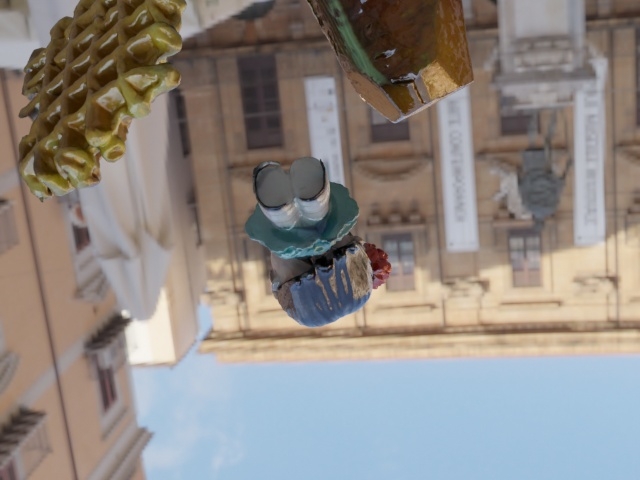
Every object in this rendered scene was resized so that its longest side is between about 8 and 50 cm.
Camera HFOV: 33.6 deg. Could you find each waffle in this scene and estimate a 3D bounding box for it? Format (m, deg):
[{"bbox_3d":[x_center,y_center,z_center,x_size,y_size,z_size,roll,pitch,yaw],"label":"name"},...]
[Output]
[{"bbox_3d":[-0.242,-0.172,1.115,0.065,0.283,0.309,33,169,-33],"label":"waffle"}]

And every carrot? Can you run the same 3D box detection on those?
[{"bbox_3d":[-0.008,-0.179,0.513,0.070,0.260,0.070,-32,-176,2],"label":"carrot"}]

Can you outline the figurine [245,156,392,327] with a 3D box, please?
[{"bbox_3d":[0.000,0.000,0.485,0.060,0.106,0.047,-30,-122,-7],"label":"figurine"}]
